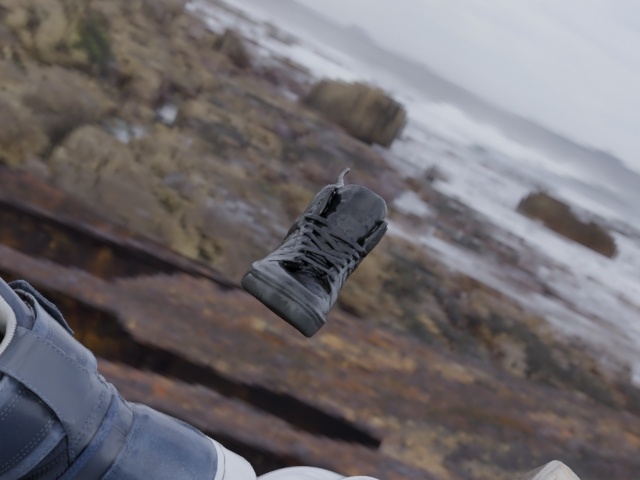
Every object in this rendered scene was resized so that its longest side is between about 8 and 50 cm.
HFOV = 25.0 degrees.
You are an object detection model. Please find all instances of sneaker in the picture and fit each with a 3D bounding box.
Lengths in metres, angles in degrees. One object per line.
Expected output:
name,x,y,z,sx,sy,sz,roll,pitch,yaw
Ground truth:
sneaker,-0.155,0.082,0.587,0.226,0.086,0.163,-20,-49,41
sneaker,0.002,0.002,0.831,0.051,0.089,0.170,38,2,-2

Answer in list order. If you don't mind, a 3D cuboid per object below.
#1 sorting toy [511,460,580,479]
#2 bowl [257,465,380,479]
sorting toy,0.143,0.277,0.839,0.257,0.089,0.255,50,-24,5
bowl,-0.060,0.343,1.468,0.134,0.298,0.298,28,7,36
